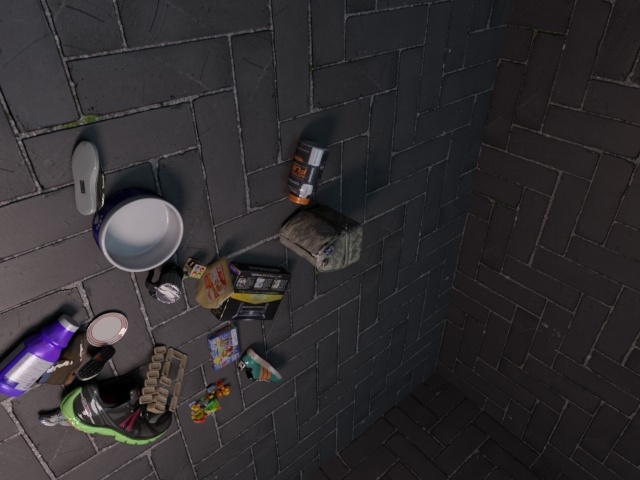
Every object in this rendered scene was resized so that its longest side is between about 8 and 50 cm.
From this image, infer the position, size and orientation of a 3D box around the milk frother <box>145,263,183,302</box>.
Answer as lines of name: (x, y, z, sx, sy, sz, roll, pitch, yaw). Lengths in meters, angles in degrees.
milk frother: (-0.564, 0.180, 1.645, 0.129, 0.134, 0.143, 0, 117, -11)

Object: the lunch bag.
lunch bag: (0.000, 0.000, 1.963, 0.256, 0.305, 0.212, -24, 130, -35)

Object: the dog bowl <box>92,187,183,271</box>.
dog bowl: (-0.596, -0.036, 1.490, 0.265, 0.104, 0.265, -25, 131, -32)

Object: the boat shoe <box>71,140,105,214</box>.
boat shoe: (-0.677, -0.186, 1.338, 0.070, 0.078, 0.219, -52, 156, -68)

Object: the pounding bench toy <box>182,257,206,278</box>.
pounding bench toy: (-0.488, 0.120, 1.737, 0.052, 0.065, 0.083, 26, 97, -51)

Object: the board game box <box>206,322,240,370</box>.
board game box: (-0.437, 0.484, 2.063, 0.136, 0.035, 0.201, -24, 131, -33)

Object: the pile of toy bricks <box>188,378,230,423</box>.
pile of toy bricks: (-0.507, 0.760, 2.125, 0.212, 0.105, 0.118, -33, 135, -26)

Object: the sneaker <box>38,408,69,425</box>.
sneaker: (-0.949, 0.632, 1.641, 0.058, 0.052, 0.135, -63, 149, -7)

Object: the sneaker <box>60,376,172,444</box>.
sneaker: (-0.738, 0.645, 1.753, 0.202, 0.185, 0.483, -50, 142, -2)

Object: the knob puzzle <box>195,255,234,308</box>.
knob puzzle: (-0.414, 0.180, 1.769, 0.030, 0.213, 0.213, 26, 96, -51)

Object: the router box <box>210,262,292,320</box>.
router box: (-0.297, 0.230, 1.993, 0.309, 0.081, 0.243, 11, 108, -48)

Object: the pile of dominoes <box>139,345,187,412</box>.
pile of dominoes: (-0.636, 0.553, 1.819, 0.196, 0.040, 0.251, 51, 35, -48)

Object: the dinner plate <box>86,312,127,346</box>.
dinner plate: (-0.765, 0.317, 1.629, 0.141, 0.017, 0.141, -26, 133, -31)

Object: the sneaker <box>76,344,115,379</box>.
sneaker: (-0.797, 0.443, 1.605, 0.075, 0.057, 0.161, -44, -172, 31)

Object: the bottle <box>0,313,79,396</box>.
bottle: (-0.907, 0.362, 1.456, 0.283, 0.092, 0.118, -48, 141, -10)

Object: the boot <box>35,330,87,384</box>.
boot: (-0.869, 0.401, 1.530, 0.106, 0.082, 0.219, 12, 109, -51)

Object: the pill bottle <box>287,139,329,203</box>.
pill bottle: (-0.058, -0.274, 1.852, 0.130, 0.130, 0.245, -3, 117, -44)

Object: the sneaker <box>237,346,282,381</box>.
sneaker: (-0.306, 0.646, 2.259, 0.121, 0.108, 0.302, -46, 132, -11)
